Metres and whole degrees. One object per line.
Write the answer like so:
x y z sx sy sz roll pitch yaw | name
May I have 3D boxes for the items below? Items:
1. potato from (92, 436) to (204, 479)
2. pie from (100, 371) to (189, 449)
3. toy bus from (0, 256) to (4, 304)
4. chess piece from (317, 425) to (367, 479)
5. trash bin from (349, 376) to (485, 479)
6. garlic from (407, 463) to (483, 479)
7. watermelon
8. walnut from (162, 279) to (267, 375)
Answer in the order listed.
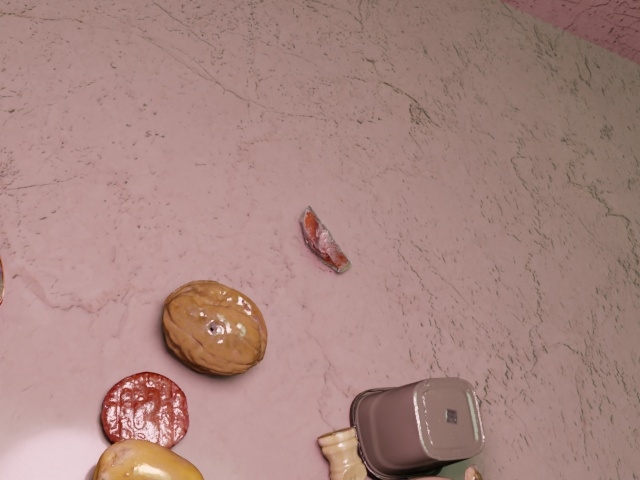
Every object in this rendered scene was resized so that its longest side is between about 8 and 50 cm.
-0.320 0.470 1.558 0.234 0.150 0.146 31 50 -17 | potato
-0.358 0.355 1.663 0.182 0.049 0.182 11 60 -19 | pie
-0.778 0.091 1.537 0.329 0.153 0.143 -6 68 -27 | toy bus
0.060 0.515 1.772 0.090 0.090 0.200 -11 80 -30 | chess piece
0.220 0.411 1.795 0.220 0.250 0.219 0 69 -26 | trash bin
0.256 0.605 1.730 0.237 0.292 0.210 23 43 -43 | garlic
0.000 0.000 1.993 0.071 0.139 0.187 -36 82 -2 | watermelon
-0.225 0.189 1.733 0.245 0.198 0.198 32 54 -6 | walnut
